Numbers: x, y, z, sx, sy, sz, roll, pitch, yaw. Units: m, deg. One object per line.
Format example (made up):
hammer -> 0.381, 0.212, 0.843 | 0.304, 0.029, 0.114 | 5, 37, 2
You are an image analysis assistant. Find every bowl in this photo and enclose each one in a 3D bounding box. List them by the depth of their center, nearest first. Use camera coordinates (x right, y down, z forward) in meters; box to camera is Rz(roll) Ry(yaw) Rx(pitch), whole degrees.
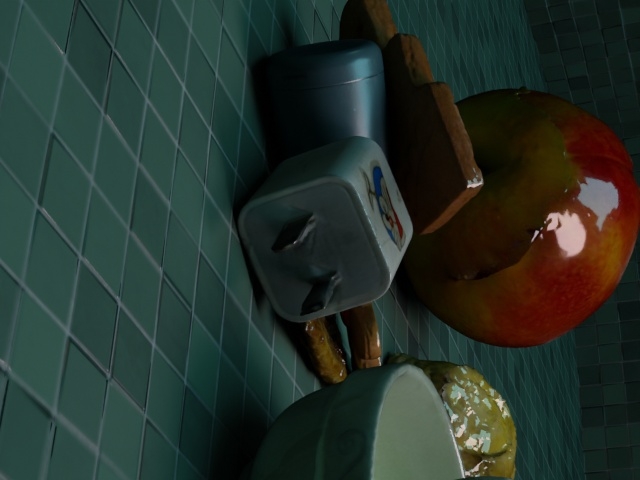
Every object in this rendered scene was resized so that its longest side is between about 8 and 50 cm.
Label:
bowl -> 0.025, 0.264, 1.182 | 0.307, 0.163, 0.307 | -8, 90, -73

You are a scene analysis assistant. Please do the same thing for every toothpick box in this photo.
toothpick box -> 0.014, -0.107, 1.410 | 0.120, 0.120, 0.184 | -50, 133, -69

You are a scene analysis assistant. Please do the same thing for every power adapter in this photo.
power adapter -> 0.000, 0.000, 1.279 | 0.205, 0.125, 0.130 | -61, 130, -66

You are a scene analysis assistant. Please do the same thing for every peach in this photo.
peach -> 0.271, -0.028, 1.867 | 0.370, 0.370, 0.370 | -8, 90, -74

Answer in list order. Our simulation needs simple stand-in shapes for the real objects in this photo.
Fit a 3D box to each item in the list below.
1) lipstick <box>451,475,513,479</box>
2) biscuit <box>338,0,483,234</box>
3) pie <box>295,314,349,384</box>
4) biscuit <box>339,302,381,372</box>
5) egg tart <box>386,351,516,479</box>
lipstick -> 0.099, 0.272, 1.046 | 0.253, 0.079, 0.077 | -47, 124, -63
biscuit -> 0.075, -0.112, 1.466 | 0.306, 0.043, 0.284 | 39, -48, 55
pie -> -0.001, 0.095, 1.411 | 0.191, 0.033, 0.088 | 62, 20, -57
biscuit -> 0.041, 0.096, 1.485 | 0.165, 0.036, 0.250 | -107, -172, -68
egg tart -> 0.173, 0.236, 1.720 | 0.252, 0.098, 0.232 | 56, 29, -2
